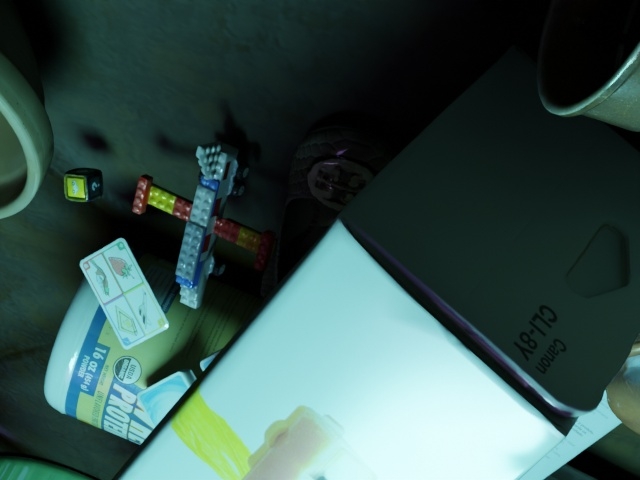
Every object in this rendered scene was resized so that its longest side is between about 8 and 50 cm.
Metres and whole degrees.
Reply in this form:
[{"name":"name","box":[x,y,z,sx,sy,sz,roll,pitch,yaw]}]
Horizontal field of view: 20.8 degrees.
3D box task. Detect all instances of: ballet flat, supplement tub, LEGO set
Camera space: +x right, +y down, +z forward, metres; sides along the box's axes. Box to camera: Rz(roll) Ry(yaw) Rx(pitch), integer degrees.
[{"name":"ballet flat","box":[0.000,0.000,1.240,0.084,0.058,0.250,24,149,-1]},{"name":"supplement tub","box":[-0.102,0.100,1.380,0.199,0.144,0.144,22,149,4]},{"name":"LEGO set","box":[-0.097,0.040,1.245,0.182,0.060,0.244,-28,89,31]}]

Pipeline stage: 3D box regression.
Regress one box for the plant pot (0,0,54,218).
[{"name":"plant pot","box":[-0.277,-0.127,1.183,0.237,0.110,0.237,17,150,11]}]

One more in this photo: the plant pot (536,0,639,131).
[{"name":"plant pot","box":[0.217,-0.105,0.846,0.165,0.167,0.167,23,150,-14]}]

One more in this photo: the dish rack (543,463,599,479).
[{"name":"dish rack","box":[0.219,0.272,1.501,0.332,0.072,0.285,27,150,-6]}]

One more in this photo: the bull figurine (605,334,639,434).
[{"name":"bull figurine","box":[0.326,0.117,1.076,0.310,0.101,0.188,13,174,-13]}]

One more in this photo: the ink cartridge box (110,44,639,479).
[{"name":"ink cartridge box","box":[0.019,0.100,1.034,0.160,0.279,0.385,42,125,2]}]

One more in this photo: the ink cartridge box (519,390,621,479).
[{"name":"ink cartridge box","box":[0.126,0.072,1.248,0.223,0.045,0.224,37,123,-21]}]

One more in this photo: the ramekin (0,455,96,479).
[{"name":"ramekin","box":[-0.296,0.365,1.919,0.303,0.148,0.303,17,149,11]}]
